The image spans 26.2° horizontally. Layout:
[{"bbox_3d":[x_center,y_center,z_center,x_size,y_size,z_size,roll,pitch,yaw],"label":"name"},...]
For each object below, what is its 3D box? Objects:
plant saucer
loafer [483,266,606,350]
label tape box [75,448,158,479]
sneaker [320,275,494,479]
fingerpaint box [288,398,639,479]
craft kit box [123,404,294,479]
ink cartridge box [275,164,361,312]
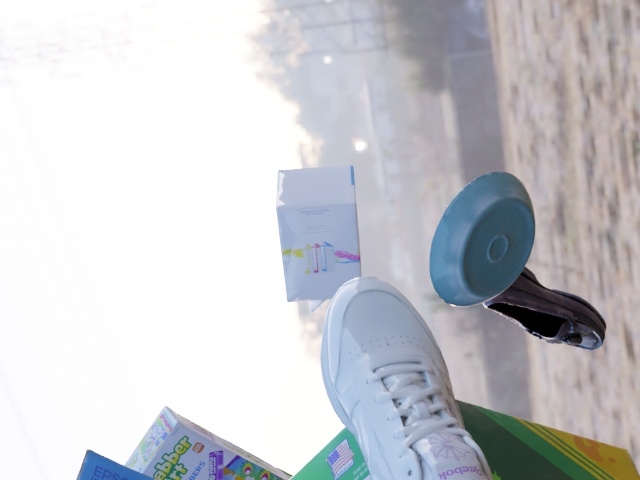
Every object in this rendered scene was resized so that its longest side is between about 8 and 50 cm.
[{"bbox_3d":[0.139,0.003,1.129,0.021,0.119,0.119,29,139,44],"label":"plant saucer"},{"bbox_3d":[0.376,0.131,2.365,0.302,0.109,0.095,31,-135,-29],"label":"loafer"},{"bbox_3d":[-0.176,0.397,1.259,0.106,0.240,0.334,-44,24,48],"label":"label tape box"},{"bbox_3d":[0.090,0.162,1.134,0.152,0.114,0.305,125,130,-63],"label":"sneaker"},{"bbox_3d":[0.100,0.378,1.537,0.445,0.371,0.163,-48,41,30],"label":"fingerpaint box"},{"bbox_3d":[-0.160,0.361,1.688,0.246,0.250,0.061,33,-179,-29],"label":"craft kit box"},{"bbox_3d":[0.000,0.000,1.564,0.092,0.090,0.143,-92,-4,-58],"label":"ink cartridge box"}]
